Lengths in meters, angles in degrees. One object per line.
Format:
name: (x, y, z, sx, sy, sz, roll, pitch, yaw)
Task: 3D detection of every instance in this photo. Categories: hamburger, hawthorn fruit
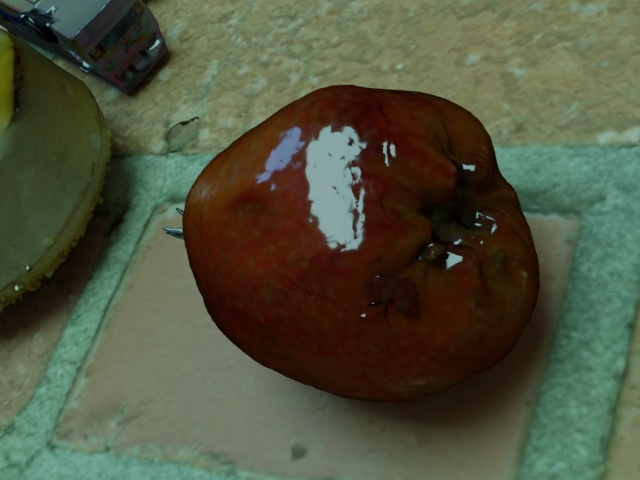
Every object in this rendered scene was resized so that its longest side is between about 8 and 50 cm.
hamburger: (-0.327, -0.057, 1.019, 0.301, 0.170, 0.302, -13, 55, 19)
hawthorn fruit: (0.000, 0.000, 0.765, 0.299, 0.211, 0.211, -1, 57, 42)

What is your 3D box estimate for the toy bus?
toy bus: (-0.276, -0.239, 1.158, 0.274, 0.112, 0.090, 31, 76, 41)
